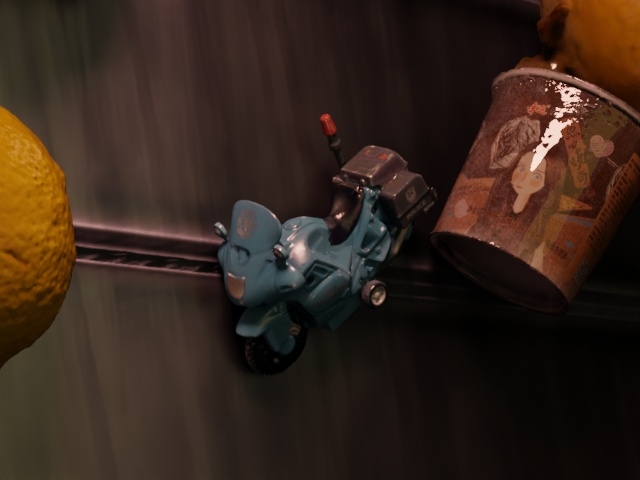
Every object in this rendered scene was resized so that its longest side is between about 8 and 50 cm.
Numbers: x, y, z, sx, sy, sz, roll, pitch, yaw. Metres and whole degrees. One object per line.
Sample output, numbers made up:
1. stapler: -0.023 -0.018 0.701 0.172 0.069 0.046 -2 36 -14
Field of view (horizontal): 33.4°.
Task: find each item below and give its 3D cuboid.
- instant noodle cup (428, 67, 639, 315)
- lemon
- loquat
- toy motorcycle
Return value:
1. instant noodle cup: 0.241 -0.047 1.184 0.217 0.217 0.207 36 75 -23
2. lemon: -0.301 -0.011 0.857 0.204 0.204 0.260 -19 99 -31
3. loquat: 0.384 -0.258 1.229 0.359 0.328 0.328 -30 102 0
4. toy motorcycle: 0.000 0.000 1.089 0.272 0.123 0.182 -44 129 -24
